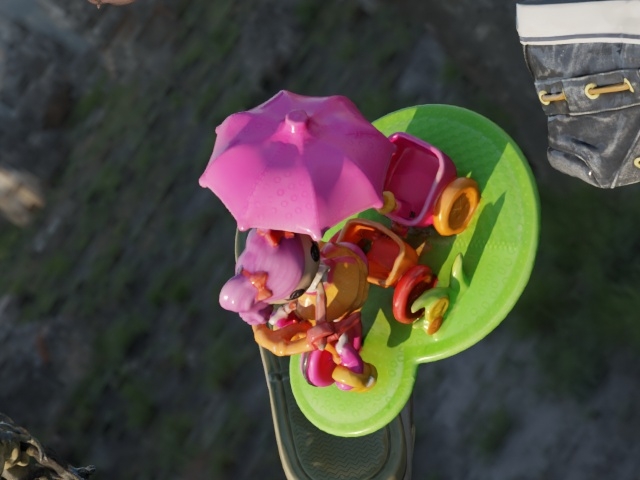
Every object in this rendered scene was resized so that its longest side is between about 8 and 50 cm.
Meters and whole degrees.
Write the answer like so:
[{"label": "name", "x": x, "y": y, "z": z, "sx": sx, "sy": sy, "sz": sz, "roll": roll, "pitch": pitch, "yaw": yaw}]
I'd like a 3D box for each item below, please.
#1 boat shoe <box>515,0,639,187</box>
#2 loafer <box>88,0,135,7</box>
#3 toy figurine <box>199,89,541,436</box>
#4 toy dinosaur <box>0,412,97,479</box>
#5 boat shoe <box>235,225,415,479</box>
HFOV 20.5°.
[{"label": "boat shoe", "x": 0.154, "y": -0.066, "z": 0.738, "sx": 0.065, "sy": 0.083, "sz": 0.183, "roll": -19, "pitch": 14, "yaw": -26}, {"label": "loafer", "x": -0.130, "y": -0.229, "z": 0.966, "sx": 0.095, "sy": 0.109, "sz": 0.302, "roll": -19, "pitch": 49, "yaw": 15}, {"label": "toy figurine", "x": 0.000, "y": 0.000, "z": 0.802, "sx": 0.130, "sy": 0.159, "sz": 0.173, "roll": 29, "pitch": 94, "yaw": 33}, {"label": "toy dinosaur", "x": -0.273, "y": 0.198, "z": 1.613, "sx": 0.064, "sy": 0.118, "sz": 0.268, "roll": -58, "pitch": 11, "yaw": -3}, {"label": "boat shoe", "x": 0.006, "y": 0.065, "z": 1.201, "sx": 0.103, "sy": 0.113, "sz": 0.302, "roll": 78, "pitch": -172, "yaw": -54}]
